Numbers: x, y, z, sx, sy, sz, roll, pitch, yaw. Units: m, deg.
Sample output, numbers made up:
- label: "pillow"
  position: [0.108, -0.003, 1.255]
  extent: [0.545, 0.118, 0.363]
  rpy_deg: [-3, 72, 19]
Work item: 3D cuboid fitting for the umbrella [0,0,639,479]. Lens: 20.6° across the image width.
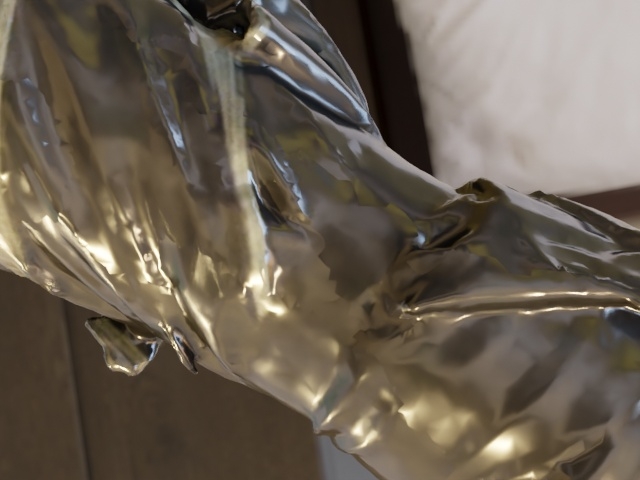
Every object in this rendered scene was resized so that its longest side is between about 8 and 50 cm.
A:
- label: "umbrella"
  position: [-0.001, 0.003, 0.449]
  extent: [0.358, 0.113, 0.106]
  rpy_deg: [28, -151, 7]
